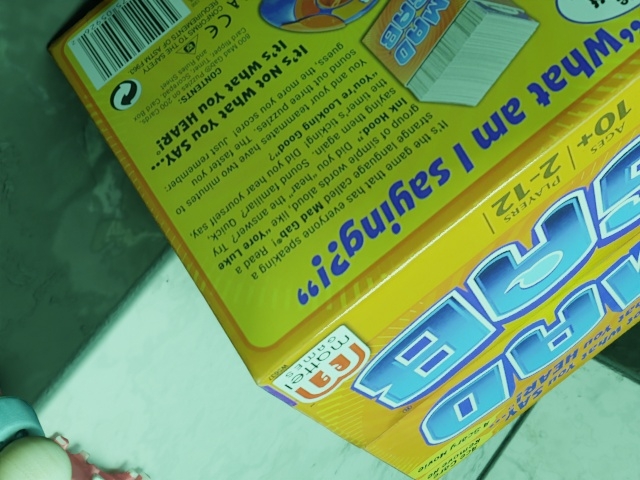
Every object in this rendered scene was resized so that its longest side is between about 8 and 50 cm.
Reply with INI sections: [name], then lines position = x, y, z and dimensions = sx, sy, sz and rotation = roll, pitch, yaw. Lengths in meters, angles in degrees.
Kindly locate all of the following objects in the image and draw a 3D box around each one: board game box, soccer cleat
[board game box]
position = 0.077, -0.074, 0.718
dimensions = 0.357, 0.356, 0.356
rotation = -39, 146, 3
[soccer cleat]
position = -0.248, 0.271, 0.895
dimensions = 0.095, 0.083, 0.248
rotation = -51, 149, -6

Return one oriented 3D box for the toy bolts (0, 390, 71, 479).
[toy bolts]
position = -0.305, 0.179, 0.644
dimensions = 0.228, 0.159, 0.218
rotation = 18, 91, -58
